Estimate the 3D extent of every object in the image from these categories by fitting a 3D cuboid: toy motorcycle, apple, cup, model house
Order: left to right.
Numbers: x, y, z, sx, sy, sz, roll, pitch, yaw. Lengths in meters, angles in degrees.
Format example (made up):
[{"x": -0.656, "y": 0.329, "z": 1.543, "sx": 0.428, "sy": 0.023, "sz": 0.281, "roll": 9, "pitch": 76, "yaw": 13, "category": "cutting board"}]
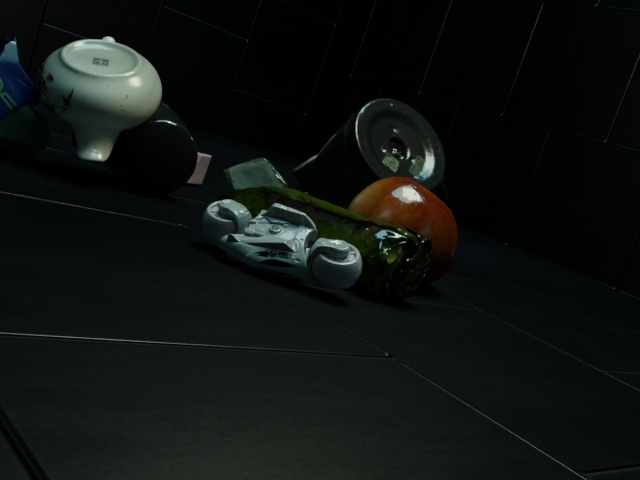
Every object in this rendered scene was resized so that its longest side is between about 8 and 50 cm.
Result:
[{"x": -0.608, "y": -0.264, "z": 1.288, "sx": 0.326, "sy": 0.200, "sz": 0.191, "roll": 11, "pitch": 11, "yaw": -33, "category": "toy motorcycle"}, {"x": -0.349, "y": -0.175, "z": 1.453, "sx": 0.223, "sy": 0.169, "sz": 0.176, "roll": -3, "pitch": 26, "yaw": -29, "category": "cup"}, {"x": -0.129, "y": -0.114, "z": 1.780, "sx": 0.165, "sy": 0.106, "sz": 0.152, "roll": 56, "pitch": 2, "yaw": 7, "category": "model house"}, {"x": -0.064, "y": 0.011, "z": 1.109, "sx": 0.254, "sy": 0.112, "sz": 0.112, "roll": 21, "pitch": 8, "yaw": 18, "category": "toy motorcycle"}, {"x": 0.155, "y": -0.020, "z": 1.423, "sx": 0.210, "sy": 0.173, "sz": 0.235, "roll": 31, "pitch": 6, "yaw": 16, "category": "apple"}]

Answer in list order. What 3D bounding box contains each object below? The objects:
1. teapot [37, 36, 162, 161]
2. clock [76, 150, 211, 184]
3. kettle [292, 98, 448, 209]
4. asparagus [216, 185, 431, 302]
[{"x": -0.388, "y": -0.272, "z": 1.373, "sx": 0.208, "sy": 0.166, "sz": 0.299, "roll": -3, "pitch": 29, "yaw": -5, "category": "teapot"}, {"x": -0.435, "y": -0.209, "z": 1.721, "sx": 0.275, "sy": 0.080, "sz": 0.290, "roll": 23, "pitch": 8, "yaw": 28, "category": "clock"}, {"x": 0.116, "y": -0.105, "z": 1.675, "sx": 0.321, "sy": 0.228, "sz": 0.324, "roll": 34, "pitch": -37, "yaw": -15, "category": "kettle"}, {"x": -0.004, "y": -0.012, "z": 1.277, "sx": 0.382, "sy": 0.128, "sz": 0.108, "roll": 22, "pitch": -28, "yaw": 27, "category": "asparagus"}]
